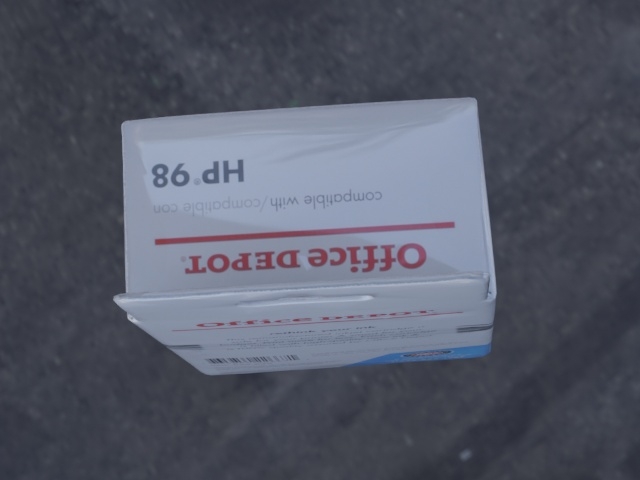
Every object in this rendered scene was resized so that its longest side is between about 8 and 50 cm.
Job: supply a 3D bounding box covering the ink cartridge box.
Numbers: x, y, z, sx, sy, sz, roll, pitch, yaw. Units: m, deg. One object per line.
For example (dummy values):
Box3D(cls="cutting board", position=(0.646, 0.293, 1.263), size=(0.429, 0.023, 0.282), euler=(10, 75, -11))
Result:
Box3D(cls="ink cartridge box", position=(0.000, 0.000, 0.572), size=(0.104, 0.060, 0.180), euler=(-4, 170, 3))
